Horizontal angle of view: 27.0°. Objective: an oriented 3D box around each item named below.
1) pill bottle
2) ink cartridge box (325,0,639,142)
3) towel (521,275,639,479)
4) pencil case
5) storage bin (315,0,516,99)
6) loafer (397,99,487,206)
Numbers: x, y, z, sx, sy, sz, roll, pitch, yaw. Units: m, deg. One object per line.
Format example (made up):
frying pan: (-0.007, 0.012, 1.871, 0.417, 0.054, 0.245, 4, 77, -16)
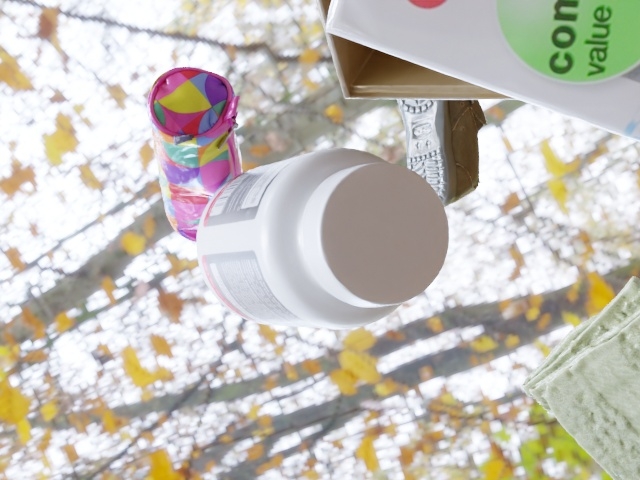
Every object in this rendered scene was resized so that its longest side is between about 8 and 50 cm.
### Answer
pill bottle: (0.000, 0.000, 1.338, 0.176, 0.318, 0.176, 1, -92, -21)
ink cartridge box: (0.167, -0.141, 0.450, 0.270, 0.198, 0.197, 19, -152, 2)
towel: (0.187, 0.095, 0.692, 0.148, 0.110, 0.027, 43, -139, 3)
pencil case: (-0.133, -0.090, 1.477, 0.104, 0.236, 0.104, 0, -118, 0)
storage bin: (0.129, -0.279, 1.318, 0.123, 0.260, 0.262, -59, -38, -41)
loafer: (0.155, -0.165, 1.680, 0.087, 0.094, 0.251, -2, -89, -41)
